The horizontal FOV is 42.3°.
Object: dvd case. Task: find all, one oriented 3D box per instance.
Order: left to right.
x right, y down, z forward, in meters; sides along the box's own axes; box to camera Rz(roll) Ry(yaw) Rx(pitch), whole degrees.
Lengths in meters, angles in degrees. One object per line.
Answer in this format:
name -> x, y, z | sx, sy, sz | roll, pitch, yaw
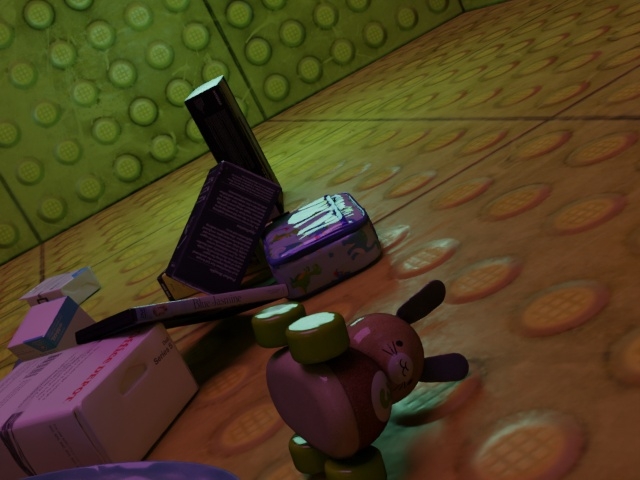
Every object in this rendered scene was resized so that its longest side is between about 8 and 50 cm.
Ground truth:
dvd case -> -0.194, 0.104, 1.170 | 0.253, 0.022, 0.180 | -7, -10, -41

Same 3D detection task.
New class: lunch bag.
lunch bag -> 0.000, 0.000, 1.303 | 0.176, 0.090, 0.219 | -24, 17, 1

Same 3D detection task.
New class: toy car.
toy car -> 0.055, 0.116, 0.760 | 0.189, 0.154, 0.149 | -20, 12, -24

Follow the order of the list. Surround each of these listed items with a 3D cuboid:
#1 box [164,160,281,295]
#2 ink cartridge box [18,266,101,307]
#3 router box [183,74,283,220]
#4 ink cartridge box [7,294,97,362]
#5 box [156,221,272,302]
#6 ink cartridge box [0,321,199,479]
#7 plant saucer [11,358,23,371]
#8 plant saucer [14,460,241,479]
box -> -0.164, -0.013, 1.363 | 0.207, 0.108, 0.153 | -67, 14, -5
ink cartridge box -> -0.617, 0.125, 1.954 | 0.180, 0.060, 0.104 | -14, 21, 39
router box -> -0.184, -0.202, 1.833 | 0.081, 0.308, 0.243 | -26, 16, 4
ink cartridge box -> -0.409, 0.175, 1.337 | 0.092, 0.143, 0.089 | -18, 36, 30
box -> -0.183, 0.040, 1.524 | 0.232, 0.058, 0.087 | -21, 17, 23
ink cartridge box -> -0.324, 0.225, 1.060 | 0.273, 0.114, 0.198 | -18, 18, 29
plant saucer -> -0.509, 0.210, 1.555 | 0.195, 0.037, 0.195 | -26, 15, 7
plant saucer -> -0.222, 0.260, 0.727 | 0.318, 0.043, 0.317 | -6, 1, 0
